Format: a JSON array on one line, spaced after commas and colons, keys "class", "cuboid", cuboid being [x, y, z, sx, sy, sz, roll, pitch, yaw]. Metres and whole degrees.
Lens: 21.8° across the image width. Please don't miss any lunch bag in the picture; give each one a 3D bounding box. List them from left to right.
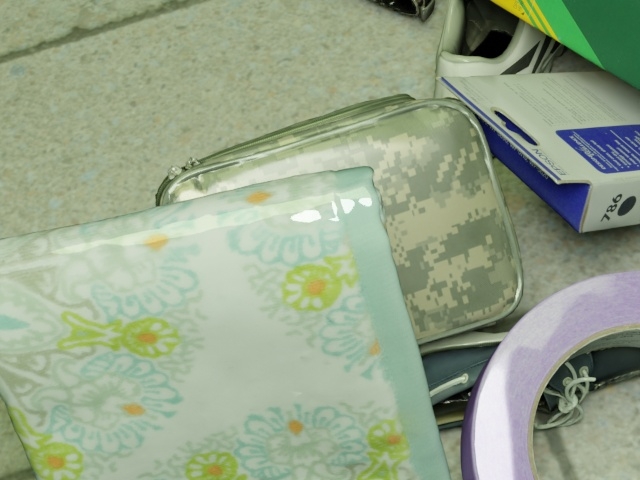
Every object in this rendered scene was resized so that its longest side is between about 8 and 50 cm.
[{"class": "lunch bag", "cuboid": [0.000, 0.000, 1.471, 0.305, 0.256, 0.212, -18, 93, -5]}]

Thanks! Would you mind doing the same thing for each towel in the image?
[{"class": "towel", "cuboid": [-0.076, 0.126, 1.297, 0.321, 0.374, 0.090, -14, 37, 1]}]

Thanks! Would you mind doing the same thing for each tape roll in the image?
[{"class": "tape roll", "cuboid": [0.251, 0.165, 1.311, 0.275, 0.090, 0.274, 0, 76, -2]}]

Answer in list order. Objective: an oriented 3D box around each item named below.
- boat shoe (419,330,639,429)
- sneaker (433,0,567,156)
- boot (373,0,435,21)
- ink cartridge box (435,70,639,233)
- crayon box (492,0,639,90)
[{"class": "boat shoe", "cuboid": [0.190, 0.115, 1.428, 0.255, 0.095, 0.079, -7, 50, 6]}, {"class": "sneaker", "cuboid": [0.199, -0.248, 1.680, 0.122, 0.146, 0.330, 10, 53, 19]}, {"class": "boot", "cuboid": [0.082, -0.367, 1.825, 0.263, 0.091, 0.229, 36, 65, 29]}, {"class": "ink cartridge box", "cuboid": [0.253, -0.085, 1.486, 0.333, 0.065, 0.165, -5, 41, -42]}, {"class": "crayon box", "cuboid": [0.359, -0.235, 1.561, 0.363, 0.106, 0.313, -14, 41, -45]}]
